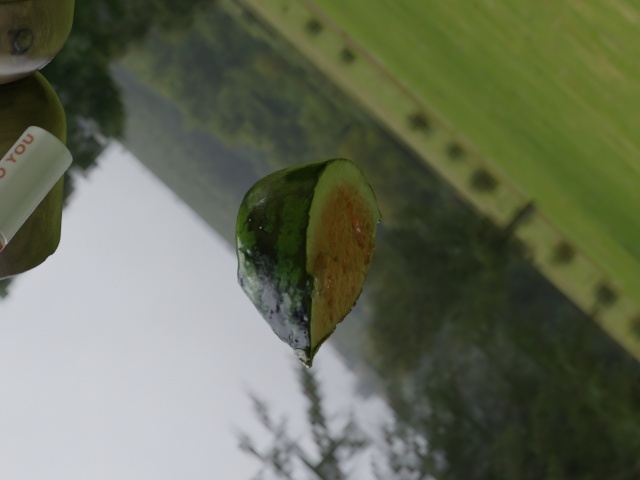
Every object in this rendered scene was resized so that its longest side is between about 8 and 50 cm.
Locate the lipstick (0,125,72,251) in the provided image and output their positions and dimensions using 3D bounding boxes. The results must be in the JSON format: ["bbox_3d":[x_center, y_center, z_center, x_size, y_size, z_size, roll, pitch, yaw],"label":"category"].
[{"bbox_3d":[-0.216,-0.016,1.168,0.038,0.130,0.038,28,155,15],"label":"lipstick"}]

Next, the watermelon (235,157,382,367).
[{"bbox_3d":[-0.004,0.003,1.324,0.119,0.063,0.245,63,-159,-18],"label":"watermelon"}]

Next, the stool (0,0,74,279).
[{"bbox_3d":[-0.307,-0.117,1.538,0.179,0.264,0.179,6,-150,-3],"label":"stool"}]
